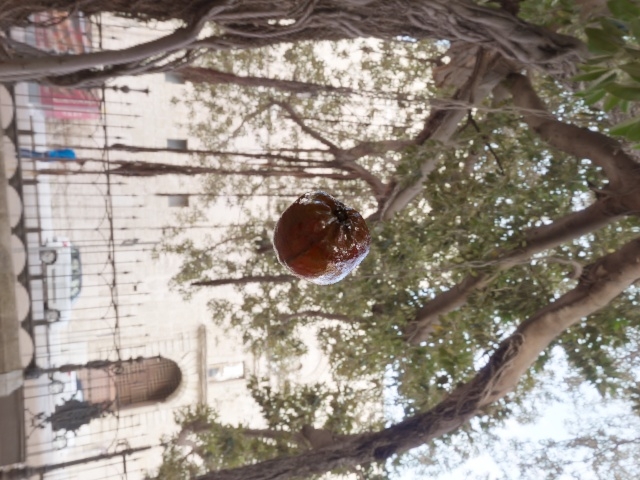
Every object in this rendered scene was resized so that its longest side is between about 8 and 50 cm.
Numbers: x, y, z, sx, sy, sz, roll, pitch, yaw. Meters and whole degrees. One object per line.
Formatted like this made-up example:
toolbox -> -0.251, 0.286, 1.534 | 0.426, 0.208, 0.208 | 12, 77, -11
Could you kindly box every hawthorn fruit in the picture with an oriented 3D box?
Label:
hawthorn fruit -> 0.000, 0.000, 0.645 | 0.128, 0.128, 0.128 | 10, -79, 63
